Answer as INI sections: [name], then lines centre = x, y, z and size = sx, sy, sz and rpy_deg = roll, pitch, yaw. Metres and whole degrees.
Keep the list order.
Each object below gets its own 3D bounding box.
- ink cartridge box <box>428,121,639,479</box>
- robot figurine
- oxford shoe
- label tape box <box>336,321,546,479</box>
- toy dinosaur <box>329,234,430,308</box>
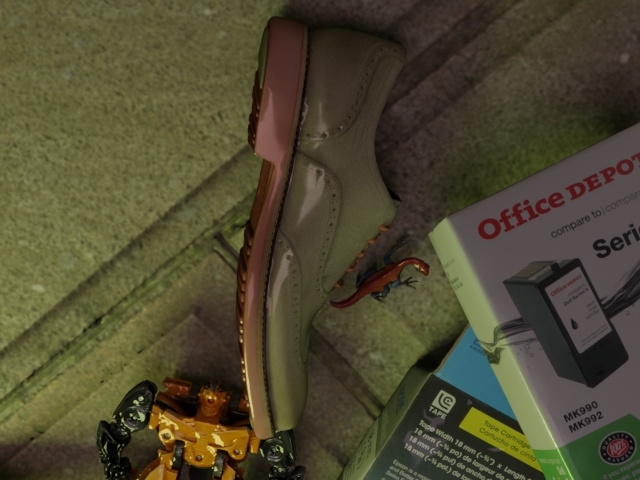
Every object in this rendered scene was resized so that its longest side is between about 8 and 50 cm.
[ink cartridge box]
centre = 0.251, 0.068, 1.421
size = 0.211, 0.121, 0.289
rpy_deg = -26, 85, -5
[robot figurine]
centre = -0.130, 0.262, 1.647
size = 0.211, 0.085, 0.291
rpy_deg = 13, 114, 1
[oxford shoe]
centre = 0.000, 0.000, 1.482
size = 0.146, 0.140, 0.397
rpy_deg = 4, 108, -7
[label tape box]
centre = 0.164, 0.241, 1.592
size = 0.240, 0.106, 0.334
rpy_deg = 29, 110, -6
[toy dinosaur]
centre = 0.066, 0.039, 1.538
size = 0.047, 0.090, 0.082
rpy_deg = 49, 154, -3
